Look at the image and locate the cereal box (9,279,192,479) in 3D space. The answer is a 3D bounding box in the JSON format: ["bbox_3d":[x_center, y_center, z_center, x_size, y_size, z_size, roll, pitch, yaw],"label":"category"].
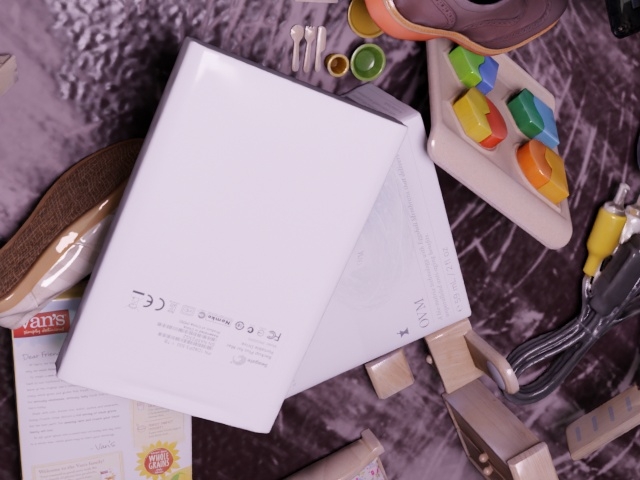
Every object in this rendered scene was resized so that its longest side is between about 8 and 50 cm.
[{"bbox_3d":[-0.216,0.155,1.095,0.172,0.047,0.240,-4,110,-19],"label":"cereal box"}]

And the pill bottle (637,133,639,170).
[{"bbox_3d":[0.468,-0.094,1.218,0.219,0.123,0.123,3,108,-22],"label":"pill bottle"}]

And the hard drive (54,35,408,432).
[{"bbox_3d":[-0.078,0.006,0.944,0.203,0.040,0.308,19,104,-22],"label":"hard drive"}]

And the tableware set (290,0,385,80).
[{"bbox_3d":[0.026,-0.230,1.054,0.104,0.024,0.154,-1,110,-21],"label":"tableware set"}]

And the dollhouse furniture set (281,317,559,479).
[{"bbox_3d":[0.064,0.292,1.183,0.355,0.174,0.303,-27,116,-10],"label":"dollhouse furniture set"}]

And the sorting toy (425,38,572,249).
[{"bbox_3d":[0.178,-0.117,1.070,0.193,0.208,0.038,34,132,-28],"label":"sorting toy"}]

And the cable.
[{"bbox_3d":[0.319,0.075,1.274,0.139,0.072,0.287,25,110,-25],"label":"cable"}]

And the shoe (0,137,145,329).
[{"bbox_3d":[-0.226,-0.007,1.007,0.219,0.076,0.058,-47,140,-16],"label":"shoe"}]

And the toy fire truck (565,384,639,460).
[{"bbox_3d":[0.402,0.153,1.253,0.246,0.217,0.159,-1,112,2],"label":"toy fire truck"}]

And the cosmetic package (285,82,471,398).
[{"bbox_3d":[0.000,0.000,1.069,0.224,0.138,0.224,-23,116,-10],"label":"cosmetic package"}]

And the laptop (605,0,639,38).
[{"bbox_3d":[0.366,-0.453,1.005,0.407,0.236,0.382,-22,116,-5],"label":"laptop"}]

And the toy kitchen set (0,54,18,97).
[{"bbox_3d":[-0.315,-0.148,0.957,0.068,0.075,0.083,-55,164,-35],"label":"toy kitchen set"}]

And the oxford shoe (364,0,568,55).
[{"bbox_3d":[0.164,-0.229,1.021,0.271,0.098,0.097,-13,90,-44],"label":"oxford shoe"}]
